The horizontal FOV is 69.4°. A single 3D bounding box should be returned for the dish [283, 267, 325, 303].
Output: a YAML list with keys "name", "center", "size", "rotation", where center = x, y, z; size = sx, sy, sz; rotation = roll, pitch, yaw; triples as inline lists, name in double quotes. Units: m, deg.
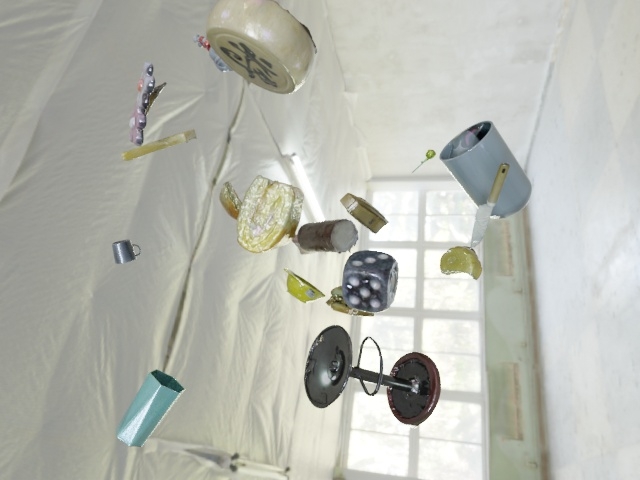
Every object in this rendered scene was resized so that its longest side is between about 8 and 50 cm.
- name: "dish"
  center: [-0.079, 0.194, 1.830]
  size: [0.080, 0.207, 0.149]
  rotation: [-57, 15, -1]

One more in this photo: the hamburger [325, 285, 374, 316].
- name: "hamburger"
  center: [0.147, 0.258, 1.981]
  size: [0.215, 0.189, 0.122]
  rotation: [14, -98, -39]

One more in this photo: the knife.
- name: "knife"
  center: [0.481, -0.093, 1.339]
  size: [0.017, 0.047, 0.298]
  rotation: [-82, -3, -51]

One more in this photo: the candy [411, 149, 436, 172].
- name: "candy"
  center: [0.391, -0.300, 1.762]
  size: [0.123, 0.035, 0.035]
  rotation: [-45, -32, -2]

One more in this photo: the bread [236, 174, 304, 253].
- name: "bread"
  center: [-0.157, -0.079, 1.507]
  size: [0.375, 0.165, 0.237]
  rotation: [-50, -21, -84]

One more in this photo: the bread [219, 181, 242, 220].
- name: "bread"
  center: [-0.320, -0.131, 1.617]
  size: [0.054, 0.136, 0.154]
  rotation: [-30, -72, -22]

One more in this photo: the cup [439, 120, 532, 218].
- name: "cup"
  center: [0.585, -0.236, 1.614]
  size: [0.312, 0.205, 0.205]
  rotation: [47, -147, -18]

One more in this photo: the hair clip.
- name: "hair clip"
  center: [-0.544, -0.416, 1.425]
  size: [0.075, 0.146, 0.257]
  rotation: [13, -70, -43]

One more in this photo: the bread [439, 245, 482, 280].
- name: "bread"
  center: [0.537, 0.080, 1.767]
  size: [0.086, 0.156, 0.125]
  rotation: [13, -94, -46]

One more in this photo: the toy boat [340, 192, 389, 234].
- name: "toy boat"
  center: [0.134, -0.086, 1.417]
  size: [0.226, 0.068, 0.088]
  rotation: [30, -157, -46]

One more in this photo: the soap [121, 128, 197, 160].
- name: "soap"
  center: [-0.554, -0.326, 1.584]
  size: [0.092, 0.252, 0.037]
  rotation: [-67, -39, -68]

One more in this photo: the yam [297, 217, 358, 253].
- name: "yam"
  center: [0.017, -0.013, 1.708]
  size: [0.131, 0.279, 0.131]
  rotation: [1, -91, -31]

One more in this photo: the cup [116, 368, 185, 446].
- name: "cup"
  center: [-0.601, 0.593, 1.624]
  size: [0.236, 0.148, 0.134]
  rotation: [-57, 24, -4]

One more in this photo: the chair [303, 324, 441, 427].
- name: "chair"
  center: [0.176, 0.399, 1.327]
  size: [0.401, 0.226, 0.227]
  rotation: [23, -120, -28]

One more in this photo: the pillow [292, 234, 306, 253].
- name: "pillow"
  center: [0.000, 0.000, 1.983]
  size: [0.223, 0.236, 0.084]
  rotation: [50, -154, -72]

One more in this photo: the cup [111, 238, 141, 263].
- name: "cup"
  center: [-0.731, 0.038, 1.744]
  size: [0.100, 0.078, 0.077]
  rotation: [-16, -76, -31]

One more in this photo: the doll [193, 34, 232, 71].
- name: "doll"
  center: [-0.301, -0.554, 1.363]
  size: [0.079, 0.180, 0.094]
  rotation: [-53, -12, 5]

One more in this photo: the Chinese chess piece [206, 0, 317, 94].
- name: "Chinese chess piece"
  center: [-0.135, -0.448, 1.062]
  size: [0.104, 0.257, 0.257]
  rotation: [-61, -21, -7]

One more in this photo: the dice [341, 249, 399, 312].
- name: "dice"
  center: [0.186, 0.149, 1.720]
  size: [0.182, 0.183, 0.182]
  rotation: [-47, -40, -58]
